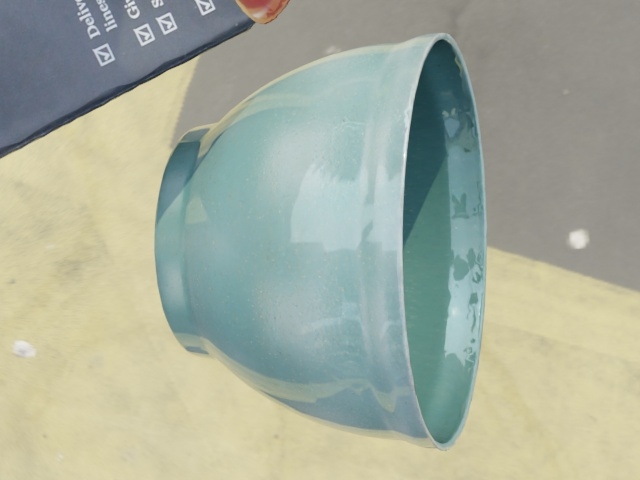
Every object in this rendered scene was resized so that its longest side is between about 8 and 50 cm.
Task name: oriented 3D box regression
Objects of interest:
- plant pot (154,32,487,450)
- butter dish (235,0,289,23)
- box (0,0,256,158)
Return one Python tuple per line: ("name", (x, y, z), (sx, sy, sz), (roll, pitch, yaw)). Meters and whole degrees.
("plant pot", (0.000, 0.000, 0.964), (0.196, 0.293, 0.293), (1, 87, 17))
("butter dish", (0.012, -0.153, 0.292), (0.118, 0.160, 0.160), (-19, 80, -19))
("box", (-0.289, -0.173, 0.811), (0.395, 0.212, 0.293), (-33, 104, -32))
